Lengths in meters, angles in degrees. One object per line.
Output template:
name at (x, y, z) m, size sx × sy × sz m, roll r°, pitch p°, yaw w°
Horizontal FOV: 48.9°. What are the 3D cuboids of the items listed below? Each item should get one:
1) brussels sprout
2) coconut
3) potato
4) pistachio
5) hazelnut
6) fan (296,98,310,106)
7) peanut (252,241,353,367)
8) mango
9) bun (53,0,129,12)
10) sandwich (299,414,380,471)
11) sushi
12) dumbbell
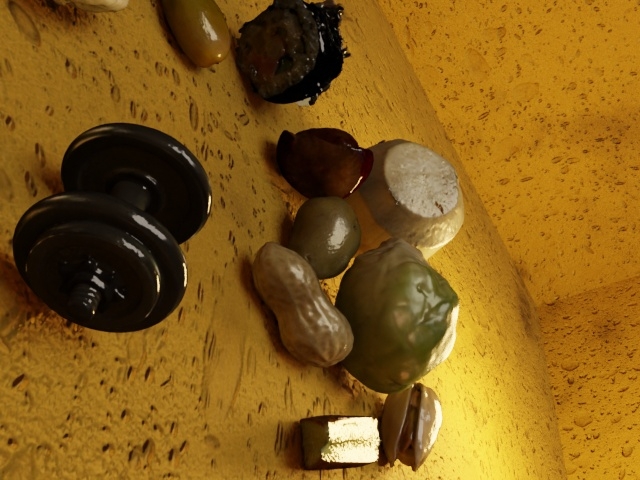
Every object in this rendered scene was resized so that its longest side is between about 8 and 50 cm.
brussels sprout at (0.148, 0.146, 1.399) m, size 0.274 × 0.243 × 0.316 m, roll 78°, pitch 24°, yaw -81°
coconut at (0.176, -0.076, 1.660) m, size 0.323 × 0.323 × 0.323 m, roll 48°, pitch 30°, yaw -40°
potato at (0.000, 0.000, 1.400) m, size 0.157 × 0.157 × 0.194 m, roll 61°, pitch 39°, yaw -17°
pistachio at (0.191, 0.385, 1.487) m, size 0.223 × 0.126 × 0.152 m, roll -67°, pitch 166°, yaw -59°
hazelnut at (0.002, -0.170, 1.483) m, size 0.202 × 0.170 × 0.160 m, roll 36°, pitch 64°, yaw 0°
fan at (-0.083, -0.481, 1.796) m, size 0.191 × 0.009 × 0.329 m, roll 33°, pitch 43°, yaw -52°
peanut at (-0.036, 0.120, 1.234) m, size 0.256 × 0.124 × 0.123 m, roll 58°, pitch 25°, yaw -17°
mango at (-0.237, -0.415, 1.308) m, size 0.194 × 0.092 × 0.130 m, roll 56°, pitch 26°, yaw -5°
bun at (-0.360, -0.418, 0.991) m, size 0.237 × 0.116 × 0.209 m, roll 31°, pitch 44°, yaw -80°
sandwich at (0.024, 0.345, 1.204) m, size 0.244 × 0.088 × 0.090 m, roll 30°, pitch 52°, yaw -61°
sushi at (-0.047, -0.404, 1.534) m, size 0.219 × 0.239 × 0.225 m, roll -19°, pitch 103°, yaw -71°
dumbbell at (-0.233, -0.017, 0.820) m, size 0.192 × 0.192 × 0.290 m, roll 53°, pitch 26°, yaw -31°
